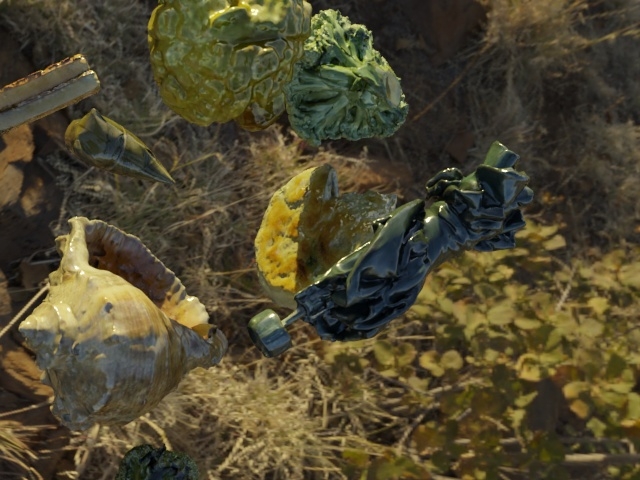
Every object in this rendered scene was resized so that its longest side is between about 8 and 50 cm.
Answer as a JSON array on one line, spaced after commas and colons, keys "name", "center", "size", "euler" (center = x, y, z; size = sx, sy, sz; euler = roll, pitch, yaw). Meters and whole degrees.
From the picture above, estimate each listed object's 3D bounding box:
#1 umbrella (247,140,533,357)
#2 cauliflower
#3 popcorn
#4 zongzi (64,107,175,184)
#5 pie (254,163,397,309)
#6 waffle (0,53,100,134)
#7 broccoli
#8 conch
[{"name": "umbrella", "center": [0.083, 0.026, 0.792], "size": [0.349, 0.094, 0.143], "euler": [-30, 128, -16]}, {"name": "cauliflower", "center": [0.058, -0.311, 1.439], "size": [0.275, 0.250, 0.272], "euler": [-23, 115, -30]}, {"name": "popcorn", "center": [-0.115, -0.276, 1.055], "size": [0.251, 0.206, 0.236], "euler": [-22, 122, -63]}, {"name": "zongzi", "center": [-0.397, -0.170, 1.458], "size": [0.204, 0.205, 0.094], "euler": [28, 83, -27]}, {"name": "pie", "center": [0.000, 0.000, 1.474], "size": [0.075, 0.338, 0.337], "euler": [36, 61, -48]}, {"name": "waffle", "center": [-0.313, -0.152, 0.801], "size": [0.148, 0.102, 0.042], "euler": [-28, 106, -12]}, {"name": "broccoli", "center": [-0.226, 0.349, 1.023], "size": [0.130, 0.120, 0.131], "euler": [24, 91, 4]}, {"name": "conch", "center": [-0.291, 0.124, 1.037], "size": [0.297, 0.210, 0.352], "euler": [65, 7, 25]}]
